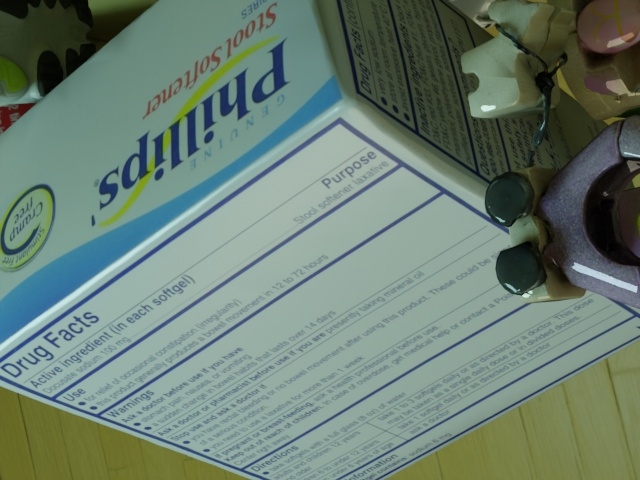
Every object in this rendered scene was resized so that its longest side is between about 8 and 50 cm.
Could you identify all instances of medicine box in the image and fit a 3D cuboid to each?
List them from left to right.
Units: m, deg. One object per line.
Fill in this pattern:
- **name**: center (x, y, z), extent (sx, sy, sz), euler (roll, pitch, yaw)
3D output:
- **medicine box**: center (0.000, 0.000, 0.757), extent (0.263, 0.149, 0.289), euler (-34, 137, 28)

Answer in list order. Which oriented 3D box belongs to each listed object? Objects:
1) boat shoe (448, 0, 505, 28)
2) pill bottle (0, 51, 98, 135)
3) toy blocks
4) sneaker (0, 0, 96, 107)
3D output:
- **boat shoe**: center (0.101, -0.174, 0.964), extent (0.184, 0.063, 0.066), euler (-15, 175, 27)
- **pill bottle**: center (-0.245, -0.010, 0.946), extent (0.408, 0.229, 0.229), euler (-13, 175, -5)
- **toy blocks**: center (0.246, -0.126, 0.649), extent (0.260, 0.288, 0.309), euler (-12, 174, 34)
- **sneaker**: center (-0.233, -0.098, 0.712), extent (0.118, 0.107, 0.279), euler (-10, 177, 27)
